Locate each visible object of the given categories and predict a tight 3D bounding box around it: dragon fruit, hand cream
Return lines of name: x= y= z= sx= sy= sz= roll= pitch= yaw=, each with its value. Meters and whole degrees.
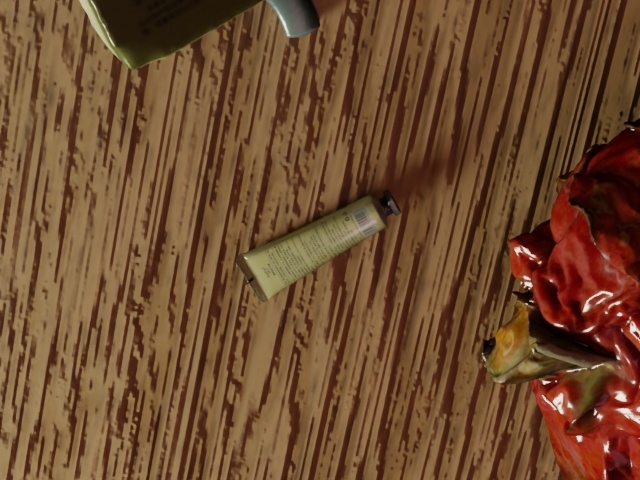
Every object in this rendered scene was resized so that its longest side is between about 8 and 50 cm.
dragon fruit: x=0.262 y=0.054 z=0.987 sx=0.343 sy=0.277 sz=0.277 roll=6 pitch=109 yaw=-22
hand cream: x=0.000 y=0.000 z=1.048 sx=0.102 sy=0.022 sz=0.035 roll=-29 pitch=113 yaw=6

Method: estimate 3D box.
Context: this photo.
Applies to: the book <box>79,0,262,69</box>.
book: x=-0.078 y=-0.293 z=0.882 sx=0.239 sy=0.035 sz=0.352 roll=-33 pitch=114 yaw=-18

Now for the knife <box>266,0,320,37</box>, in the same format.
knife: x=-0.071 y=-0.190 z=0.965 sx=0.028 sy=0.015 sz=0.210 roll=-40 pitch=112 yaw=11
